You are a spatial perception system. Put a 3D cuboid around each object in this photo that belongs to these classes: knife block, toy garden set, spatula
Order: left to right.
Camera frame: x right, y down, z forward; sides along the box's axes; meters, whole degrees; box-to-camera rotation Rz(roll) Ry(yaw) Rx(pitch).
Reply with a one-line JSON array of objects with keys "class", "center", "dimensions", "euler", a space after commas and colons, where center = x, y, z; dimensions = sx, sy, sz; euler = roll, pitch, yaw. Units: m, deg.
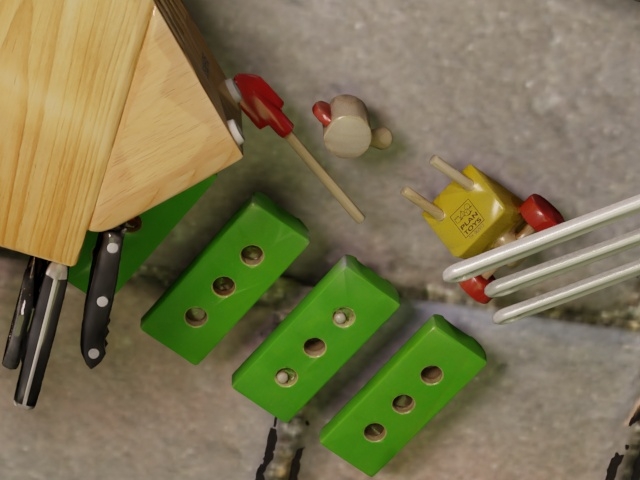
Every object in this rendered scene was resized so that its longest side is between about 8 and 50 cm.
[{"class": "knife block", "center": [-0.173, -0.057, 0.977], "dimensions": [0.242, 0.088, 0.275], "euler": [-27, 112, 7]}, {"class": "toy garden set", "center": [0.000, 0.000, 1.118], "dimensions": [0.244, 0.049, 0.204], "euler": [35, 112, -19]}, {"class": "spatula", "center": [0.194, -0.005, 1.034], "dimensions": [0.242, 0.168, 0.019], "euler": [-22, 72, 11]}]
